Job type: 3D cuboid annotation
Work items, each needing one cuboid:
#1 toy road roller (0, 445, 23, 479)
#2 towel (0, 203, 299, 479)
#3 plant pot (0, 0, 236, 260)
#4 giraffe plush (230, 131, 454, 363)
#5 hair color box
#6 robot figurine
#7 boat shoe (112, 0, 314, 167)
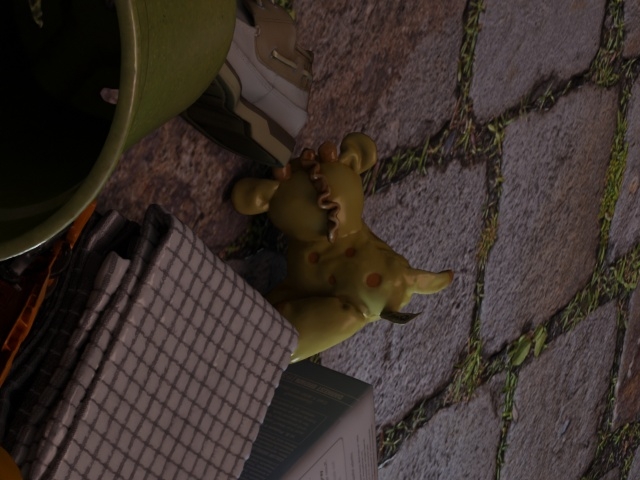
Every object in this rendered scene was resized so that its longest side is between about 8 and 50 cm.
[{"bbox_3d":[-0.316,0.074,0.985,0.202,0.329,0.241,-36,158,-45],"label":"toy road roller"},{"bbox_3d":[-0.163,0.132,1.487,0.235,0.121,0.284,44,64,-51],"label":"towel"},{"bbox_3d":[-0.183,-0.144,1.175,0.254,0.276,0.276,-29,132,-65],"label":"plant pot"},{"bbox_3d":[0.000,0.000,1.667,0.181,0.210,0.170,-30,99,-34],"label":"giraffe plush"},{"bbox_3d":[-0.091,0.291,1.710,0.374,0.113,0.185,-42,139,-41],"label":"hair color box"},{"bbox_3d":[-0.245,0.060,1.260,0.211,0.085,0.291,-49,-165,56],"label":"robot figurine"},{"bbox_3d":[-0.082,-0.157,1.470,0.103,0.113,0.302,-67,161,-9],"label":"boat shoe"}]
